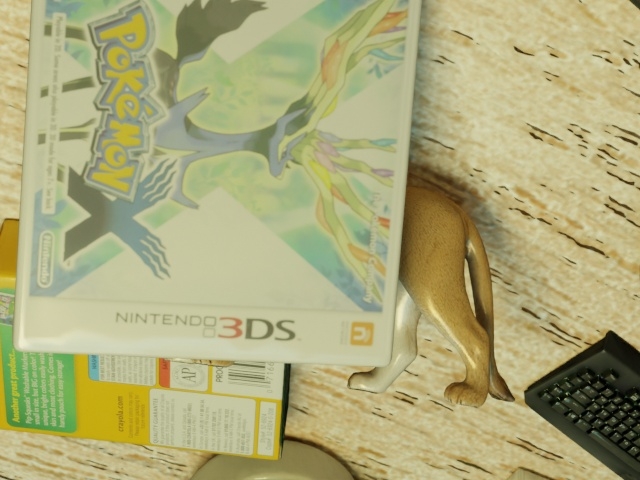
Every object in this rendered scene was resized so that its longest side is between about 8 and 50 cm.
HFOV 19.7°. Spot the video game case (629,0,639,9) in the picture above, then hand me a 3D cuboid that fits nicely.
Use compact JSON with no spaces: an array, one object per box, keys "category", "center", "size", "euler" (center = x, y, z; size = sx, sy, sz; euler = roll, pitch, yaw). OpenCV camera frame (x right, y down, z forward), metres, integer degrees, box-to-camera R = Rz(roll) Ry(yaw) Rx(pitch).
[{"category":"video game case","center":[0.309,-0.259,1.261],"size":[0.248,0.035,0.275],"euler":[44,121,12]}]

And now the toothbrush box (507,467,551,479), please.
[{"category":"toothbrush box","center":[0.221,0.388,1.887],"size":[0.206,0.122,0.283],"euler":[23,128,-13]}]

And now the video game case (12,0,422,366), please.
[{"category":"video game case","center":[-0.079,-0.069,1.430],"size":[0.300,0.036,0.329],"euler":[3,97,-10]}]

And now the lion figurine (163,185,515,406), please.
[{"category":"lion figurine","center":[0.000,0.000,1.552],"size":[0.392,0.240,0.142],"euler":[11,174,-18]}]

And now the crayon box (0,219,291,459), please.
[{"category":"crayon box","center":[-0.188,0.090,1.702],"size":[0.323,0.083,0.203],"euler":[6,131,1]}]

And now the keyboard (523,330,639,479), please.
[{"category":"keyboard","center":[0.366,0.188,1.753],"size":[0.317,0.033,0.201],"euler":[36,126,-23]}]

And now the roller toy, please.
[{"category":"roller toy","center":[-0.048,0.309,1.811],"size":[0.209,0.146,0.191],"euler":[-38,118,18]}]
